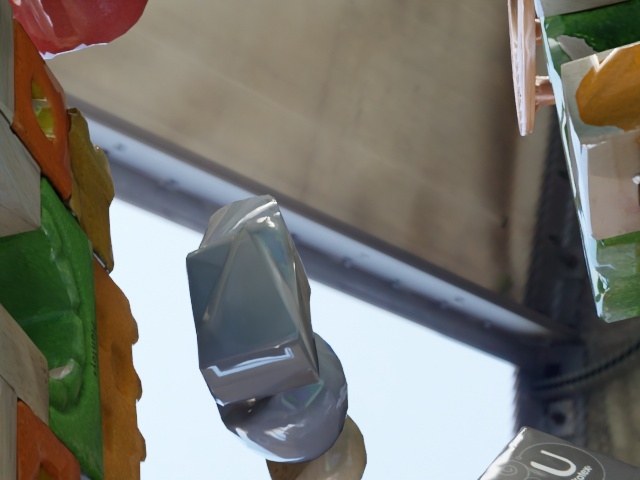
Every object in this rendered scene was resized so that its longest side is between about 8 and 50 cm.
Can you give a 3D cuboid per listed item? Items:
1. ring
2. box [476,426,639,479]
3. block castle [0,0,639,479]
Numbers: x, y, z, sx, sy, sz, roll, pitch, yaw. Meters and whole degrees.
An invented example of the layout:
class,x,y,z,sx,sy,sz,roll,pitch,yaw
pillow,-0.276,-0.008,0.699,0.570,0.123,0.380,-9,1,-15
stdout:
class,x,y,z,sx,sy,sz,roll,pitch,yaw
ring,0.154,-0.246,1.138,0.032,0.336,0.336,-3,-113,6
box,0.182,0.230,0.750,0.270,0.143,0.165,19,-60,24
block castle,0.000,0.000,0.507,0.303,0.213,0.453,-12,-122,7
